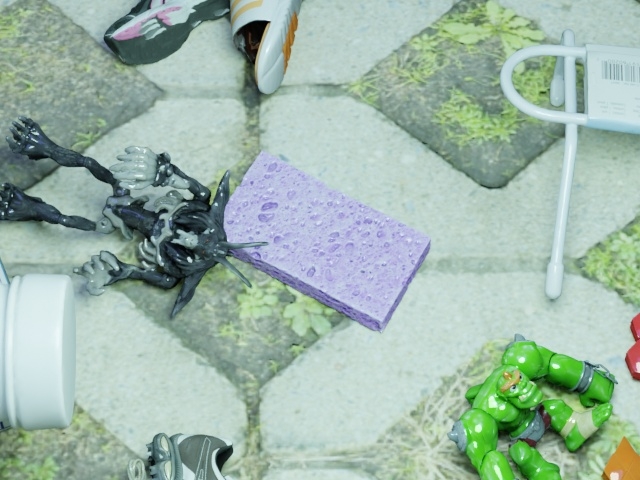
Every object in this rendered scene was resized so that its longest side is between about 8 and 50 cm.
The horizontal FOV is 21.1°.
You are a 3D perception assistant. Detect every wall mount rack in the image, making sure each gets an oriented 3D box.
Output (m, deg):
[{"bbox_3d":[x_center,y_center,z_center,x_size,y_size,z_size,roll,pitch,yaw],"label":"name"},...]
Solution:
[{"bbox_3d":[0.354,-0.082,1.804,0.350,0.130,0.304,6,51,0],"label":"wall mount rack"}]

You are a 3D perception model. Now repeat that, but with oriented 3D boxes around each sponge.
[{"bbox_3d":[0.000,0.000,1.800,0.210,0.031,0.117,27,63,12],"label":"sponge"}]

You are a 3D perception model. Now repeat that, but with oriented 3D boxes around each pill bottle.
[{"bbox_3d":[-0.358,0.097,1.484,0.283,0.160,0.160,0,61,-3],"label":"pill bottle"}]

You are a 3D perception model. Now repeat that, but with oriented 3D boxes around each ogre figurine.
[{"bbox_3d":[0.201,0.178,1.681,0.118,0.097,0.197,39,80,-2],"label":"ogre figurine"}]

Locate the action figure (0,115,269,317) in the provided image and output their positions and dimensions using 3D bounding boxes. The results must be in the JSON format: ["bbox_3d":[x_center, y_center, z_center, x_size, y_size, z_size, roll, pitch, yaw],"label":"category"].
[{"bbox_3d":[-0.197,-0.021,1.732,0.276,0.141,0.164,20,97,11],"label":"action figure"}]

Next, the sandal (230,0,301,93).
[{"bbox_3d":[-0.060,-0.271,1.916,0.076,0.102,0.265,10,52,4],"label":"sandal"}]

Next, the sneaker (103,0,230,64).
[{"bbox_3d":[-0.173,-0.262,1.926,0.178,0.072,0.077,-32,55,-27],"label":"sneaker"}]

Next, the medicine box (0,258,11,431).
[{"bbox_3d":[-0.443,0.080,1.665,0.289,0.149,0.263,-19,64,-14],"label":"medicine box"}]

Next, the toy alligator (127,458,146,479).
[{"bbox_3d":[-0.191,0.300,1.615,0.051,0.056,0.189,-21,55,32],"label":"toy alligator"}]

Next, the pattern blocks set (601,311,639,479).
[{"bbox_3d":[0.422,0.229,1.696,0.285,0.026,0.324,9,61,2],"label":"pattern blocks set"}]

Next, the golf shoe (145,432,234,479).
[{"bbox_3d":[-0.108,0.269,1.619,0.094,0.077,0.198,-8,63,-7],"label":"golf shoe"}]
